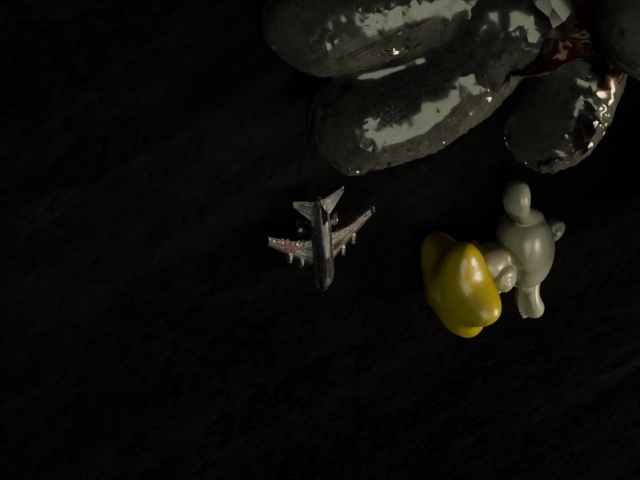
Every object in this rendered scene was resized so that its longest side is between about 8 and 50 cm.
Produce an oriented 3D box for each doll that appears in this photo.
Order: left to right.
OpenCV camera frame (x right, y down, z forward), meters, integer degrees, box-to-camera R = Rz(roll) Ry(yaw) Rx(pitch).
[{"bbox_3d":[0.131,0.013,1.247,0.113,0.071,0.135,-12,133,-31],"label":"doll"},{"bbox_3d":[0.145,-0.130,1.031,0.340,0.158,0.246,-21,127,-5],"label":"doll"}]

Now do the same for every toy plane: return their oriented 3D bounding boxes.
[{"bbox_3d":[0.000,0.000,1.178,0.079,0.031,0.083,-16,138,-15],"label":"toy plane"}]
